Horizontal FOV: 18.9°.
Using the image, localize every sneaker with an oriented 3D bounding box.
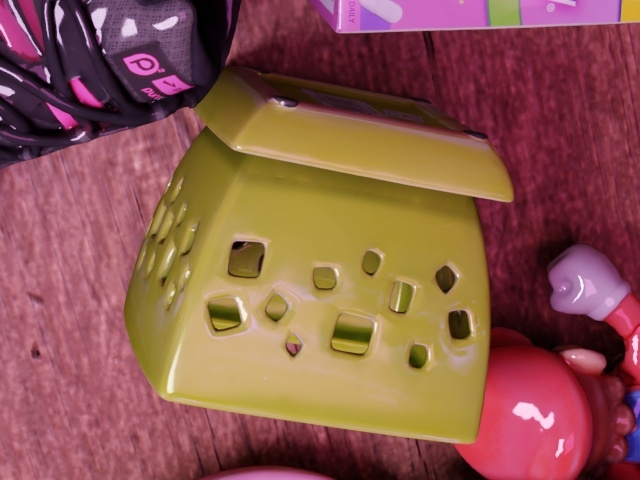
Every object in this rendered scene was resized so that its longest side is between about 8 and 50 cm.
[{"bbox_3d":[-0.173,-0.139,1.238,0.483,0.202,0.185,-51,155,10],"label":"sneaker"}]

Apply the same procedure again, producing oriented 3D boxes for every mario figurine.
[{"bbox_3d":[0.232,0.114,1.501,0.321,0.170,0.198,3,73,-24],"label":"mario figurine"}]

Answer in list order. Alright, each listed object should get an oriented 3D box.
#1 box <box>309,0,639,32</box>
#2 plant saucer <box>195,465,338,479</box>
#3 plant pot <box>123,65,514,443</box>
[{"bbox_3d":[0.117,-0.260,1.320,0.243,0.117,0.213,-3,110,-11],"label":"box"},{"bbox_3d":[-0.066,0.330,1.471,0.332,0.084,0.332,-4,99,-29],"label":"plant saucer"},{"bbox_3d":[0.000,0.000,1.338,0.227,0.228,0.207,10,101,-15],"label":"plant pot"}]
